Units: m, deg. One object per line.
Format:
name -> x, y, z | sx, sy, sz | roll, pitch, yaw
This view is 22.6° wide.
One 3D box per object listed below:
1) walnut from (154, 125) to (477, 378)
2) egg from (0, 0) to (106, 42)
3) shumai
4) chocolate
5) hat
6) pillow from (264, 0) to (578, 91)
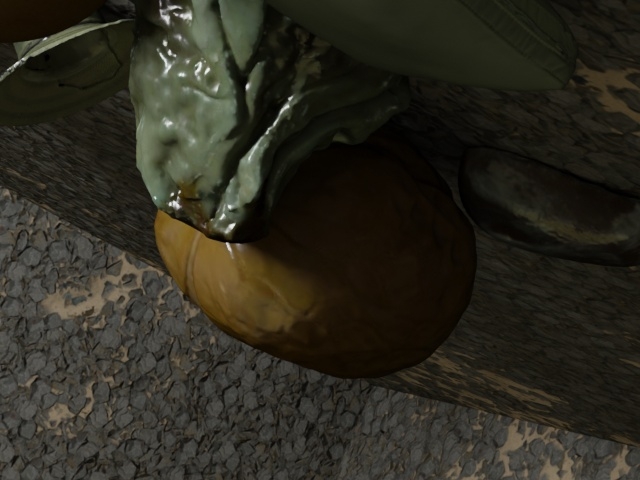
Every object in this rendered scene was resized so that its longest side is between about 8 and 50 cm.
walnut -> 0.000, 0.000, 1.911 | 0.398, 0.308, 0.354 | 23, -151, -46
egg -> -0.275, -0.301, 1.279 | 0.250, 0.250, 0.322 | 18, 158, 29
shumai -> -0.093, -0.137, 1.641 | 0.309, 0.263, 0.304 | 17, 169, 33
chocolate -> 0.273, -0.023, 1.877 | 0.254, 0.080, 0.157 | 20, 168, 19
hat -> -0.318, -0.245, 1.951 | 0.252, 0.252, 0.110 | 85, 159, -78
pillow -> 0.040, -0.225, 1.314 | 0.322, 0.120, 0.255 | 30, 170, -40
